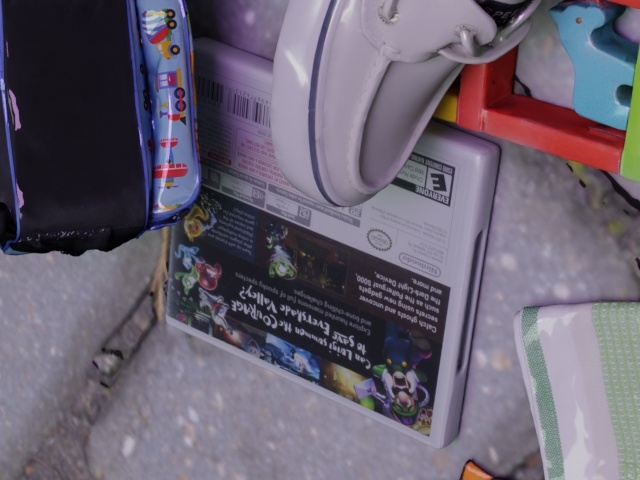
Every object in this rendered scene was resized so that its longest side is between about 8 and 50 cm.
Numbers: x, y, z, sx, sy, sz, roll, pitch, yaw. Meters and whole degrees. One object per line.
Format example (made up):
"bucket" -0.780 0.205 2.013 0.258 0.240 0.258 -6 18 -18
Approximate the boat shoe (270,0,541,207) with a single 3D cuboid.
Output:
"boat shoe" 0.057 -0.119 0.834 0.088 0.096 0.267 35 119 28

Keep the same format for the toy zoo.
"toy zoo" 0.087 -0.141 0.880 0.293 0.030 0.192 20 121 31

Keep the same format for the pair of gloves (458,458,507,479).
"pair of gloves" 0.095 0.163 1.020 0.074 0.010 0.083 33 124 25

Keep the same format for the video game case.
"video game case" 0.000 0.000 1.018 0.190 0.022 0.173 23 121 29

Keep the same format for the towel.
"towel" 0.166 0.084 0.920 0.152 0.023 0.113 -2 108 39

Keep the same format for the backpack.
"backpack" -0.135 -0.067 1.021 0.173 0.117 0.158 158 107 -76
